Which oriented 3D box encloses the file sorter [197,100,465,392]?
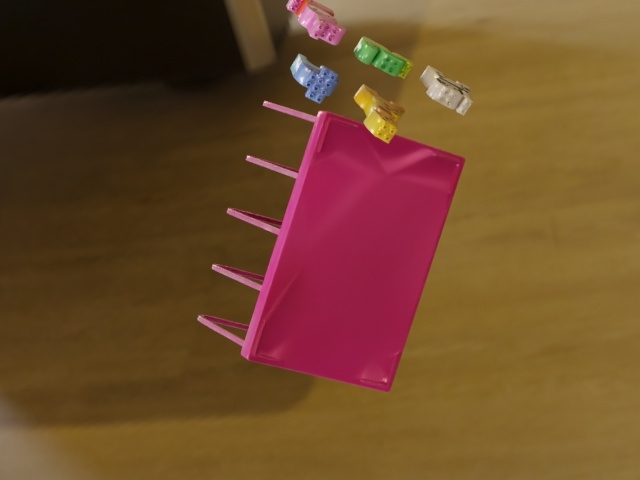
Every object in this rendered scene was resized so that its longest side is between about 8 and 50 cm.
[{"bbox_3d":[0.000,0.000,1.991,0.202,0.291,0.182,16,4,-33],"label":"file sorter"}]

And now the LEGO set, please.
[{"bbox_3d":[0.054,-0.161,1.771,0.087,0.227,0.093,-57,21,20],"label":"LEGO set"}]
